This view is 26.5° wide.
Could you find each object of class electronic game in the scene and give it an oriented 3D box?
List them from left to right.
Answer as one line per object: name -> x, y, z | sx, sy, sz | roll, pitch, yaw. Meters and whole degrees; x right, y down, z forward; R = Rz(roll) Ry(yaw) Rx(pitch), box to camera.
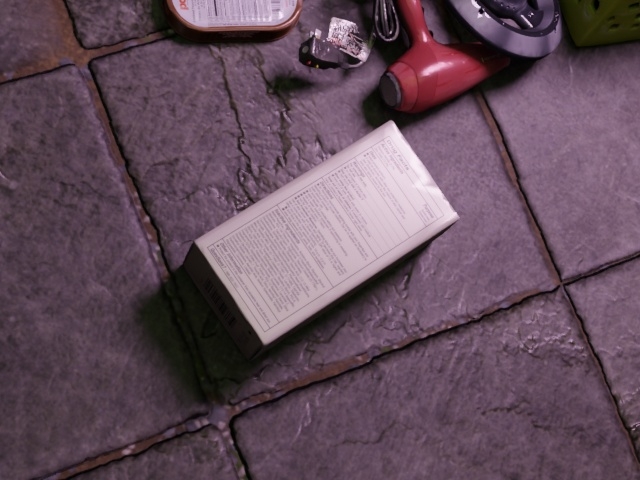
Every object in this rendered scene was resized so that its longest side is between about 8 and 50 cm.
electronic game -> 0.242, -0.344, 1.869 | 0.229, 0.048, 0.229 | 20, 51, -26

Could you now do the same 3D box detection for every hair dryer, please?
hair dryer -> 0.131, -0.283, 1.817 | 0.293, 0.080, 0.224 | 23, 87, -24

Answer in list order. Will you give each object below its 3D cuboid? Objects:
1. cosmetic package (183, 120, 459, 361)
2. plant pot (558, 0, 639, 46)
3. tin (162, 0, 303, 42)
cosmetic package -> 0.000, 0.000, 1.716 | 0.309, 0.113, 0.160 | -31, 83, -20
plant pot -> 0.458, -0.424, 1.899 | 0.228, 0.207, 0.227 | -12, 78, -15
tin -> -0.117, -0.322, 1.824 | 0.189, 0.040, 0.106 | -4, 71, -14
